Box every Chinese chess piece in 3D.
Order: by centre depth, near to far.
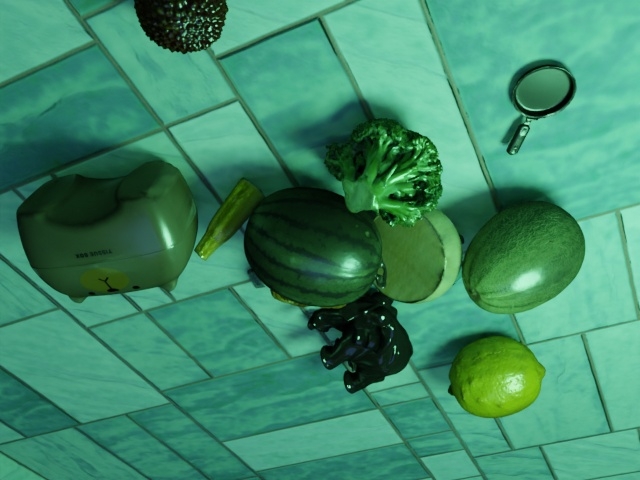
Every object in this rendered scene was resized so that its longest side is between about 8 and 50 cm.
[{"bbox_3d":[0.226,0.031,1.702,0.104,0.257,0.257,-15,158,-51],"label":"Chinese chess piece"}]

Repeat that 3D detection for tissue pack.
[{"bbox_3d":[-0.491,-0.017,1.631,0.386,0.267,0.277,-7,121,8],"label":"tissue pack"}]

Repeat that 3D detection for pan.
[{"bbox_3d":[0.469,-0.289,1.512,0.136,0.028,0.235,12,132,-10],"label":"pan"}]

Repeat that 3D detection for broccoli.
[{"bbox_3d":[0.145,-0.144,1.542,0.261,0.241,0.269,-5,110,34],"label":"broccoli"}]

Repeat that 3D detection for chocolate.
[{"bbox_3d":[-0.228,-0.048,1.662,0.219,0.085,0.085,-51,126,-8],"label":"chocolate"}]

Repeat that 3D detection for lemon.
[{"bbox_3d":[0.539,0.418,2.098,0.260,0.261,0.284,31,133,-28],"label":"lemon"}]

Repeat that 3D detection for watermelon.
[{"bbox_3d":[-0.006,0.019,1.630,0.359,0.279,0.279,16,136,4],"label":"watermelon"}]

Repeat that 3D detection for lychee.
[{"bbox_3d":[-0.260,-0.433,1.274,0.188,0.188,0.188,1,137,1],"label":"lychee"}]

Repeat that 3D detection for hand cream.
[{"bbox_3d":[-0.188,0.112,1.958,0.030,0.019,0.093,-10,138,14],"label":"hand cream"}]

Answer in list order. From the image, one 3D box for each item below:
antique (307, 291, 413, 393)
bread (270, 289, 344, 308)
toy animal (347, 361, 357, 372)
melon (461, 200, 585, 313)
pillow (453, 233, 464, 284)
[{"bbox_3d":[0.135,0.291,2.020,0.255,0.185,0.322,-20,124,26],"label":"antique"},{"bbox_3d":[-0.020,0.100,1.854,0.236,0.120,0.198,5,139,-3],"label":"bread"},{"bbox_3d":[0.143,0.365,2.183,0.098,0.137,0.098,27,176,2],"label":"toy animal"},{"bbox_3d":[0.495,0.042,1.673,0.329,0.248,0.249,-35,138,-17],"label":"melon"},{"bbox_3d":[0.294,0.070,1.856,0.214,0.086,0.233,-14,136,8],"label":"pillow"}]
